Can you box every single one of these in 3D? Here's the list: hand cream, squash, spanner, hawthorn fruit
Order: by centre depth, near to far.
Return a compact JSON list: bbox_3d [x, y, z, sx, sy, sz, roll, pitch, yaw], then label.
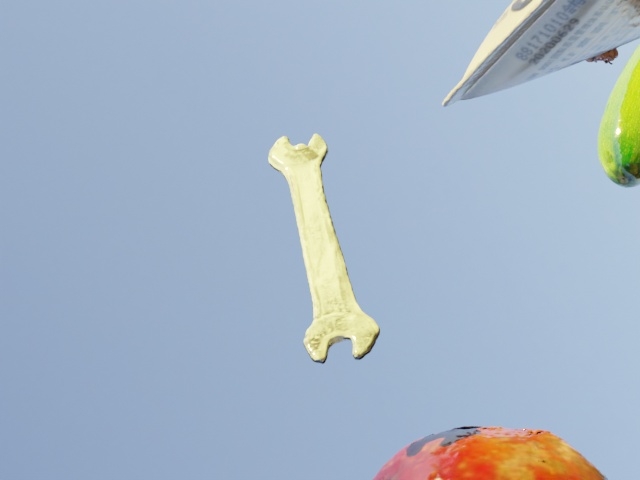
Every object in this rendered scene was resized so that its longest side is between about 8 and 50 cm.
[{"bbox_3d":[0.183,-0.158,0.959,0.089,0.140,0.314,48,-147,5],"label":"hand cream"},{"bbox_3d":[0.148,0.309,1.379,0.316,0.316,0.316,40,-150,-29],"label":"hawthorn fruit"},{"bbox_3d":[0.000,0.000,1.429,0.017,0.071,0.302,68,-173,-45],"label":"spanner"},{"bbox_3d":[0.340,-0.163,1.479,0.082,0.082,0.292,46,-122,-19],"label":"squash"}]

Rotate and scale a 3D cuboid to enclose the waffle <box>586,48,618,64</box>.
[{"bbox_3d":[0.318,-0.242,1.770,0.075,0.029,0.083,-12,-99,-46],"label":"waffle"}]
